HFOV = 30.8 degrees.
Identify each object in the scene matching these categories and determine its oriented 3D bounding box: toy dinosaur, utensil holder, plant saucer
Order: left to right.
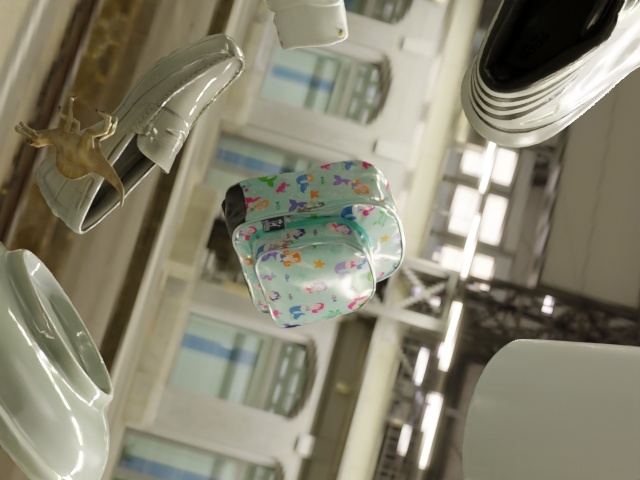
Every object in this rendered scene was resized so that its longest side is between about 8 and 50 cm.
[{"bbox_3d":[-0.341,0.124,1.381,0.100,0.400,0.400,-30,-179,-3],"label":"plant saucer"},{"bbox_3d":[-0.274,-0.110,1.376,0.093,0.183,0.053,-62,158,5],"label":"toy dinosaur"},{"bbox_3d":[0.439,0.301,1.623,0.327,0.385,0.328,-5,97,-50],"label":"utensil holder"}]

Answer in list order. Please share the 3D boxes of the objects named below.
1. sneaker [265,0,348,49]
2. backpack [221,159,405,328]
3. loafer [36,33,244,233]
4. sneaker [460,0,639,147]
[{"bbox_3d":[-0.073,-0.365,1.716,0.108,0.292,0.169,-28,125,-31],"label":"sneaker"},{"bbox_3d":[0.000,0.000,1.733,0.225,0.253,0.191,77,-5,-48],"label":"backpack"},{"bbox_3d":[-0.215,-0.134,1.482,0.319,0.111,0.112,-41,157,6],"label":"loafer"},{"bbox_3d":[0.338,-0.270,1.180,0.447,0.169,0.257,-41,174,1],"label":"sneaker"}]
